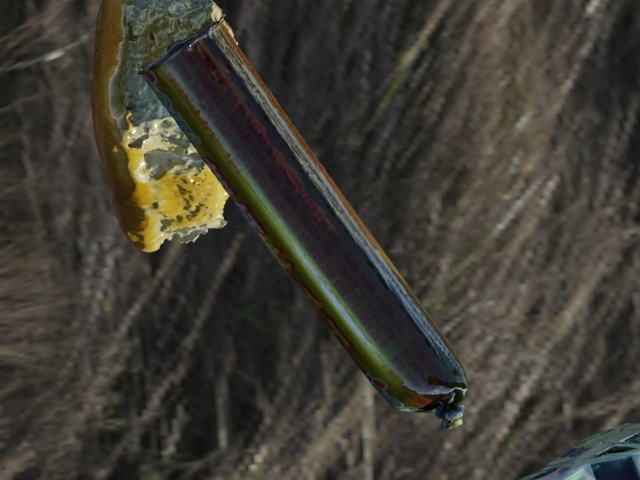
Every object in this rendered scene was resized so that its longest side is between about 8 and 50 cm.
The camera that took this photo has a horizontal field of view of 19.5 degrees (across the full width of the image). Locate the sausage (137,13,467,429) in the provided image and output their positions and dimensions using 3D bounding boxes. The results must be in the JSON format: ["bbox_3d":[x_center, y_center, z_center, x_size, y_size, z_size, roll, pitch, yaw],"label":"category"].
[{"bbox_3d":[0.000,0.000,1.395,0.082,0.082,0.371,-46,109,-33],"label":"sausage"}]

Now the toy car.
[{"bbox_3d":[0.218,0.194,1.392,0.224,0.076,0.090,-14,83,-62],"label":"toy car"}]

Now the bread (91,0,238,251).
[{"bbox_3d":[-0.131,-0.103,1.563,0.121,0.245,0.174,6,65,1],"label":"bread"}]
